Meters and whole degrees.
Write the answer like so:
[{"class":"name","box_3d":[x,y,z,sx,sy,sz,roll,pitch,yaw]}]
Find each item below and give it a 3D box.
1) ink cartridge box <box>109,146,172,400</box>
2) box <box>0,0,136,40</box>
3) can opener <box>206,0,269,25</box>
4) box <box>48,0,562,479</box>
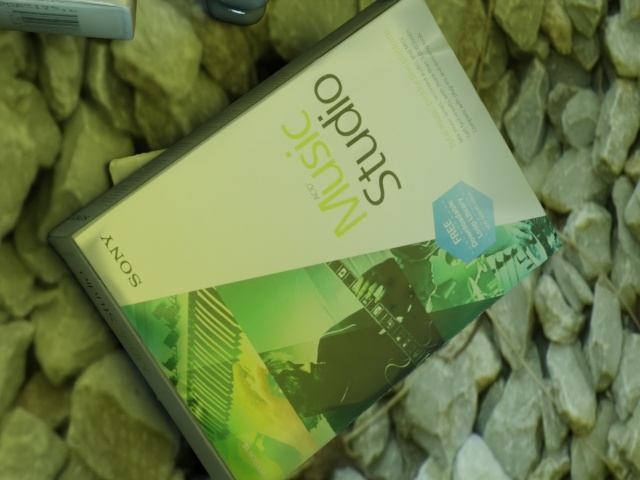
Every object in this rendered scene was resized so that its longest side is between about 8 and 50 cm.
[{"class":"ink cartridge box","box_3d":[-0.042,0.005,1.182,0.225,0.056,0.181,-14,97,-23]},{"class":"box","box_3d":[-0.165,-0.290,0.986,0.121,0.148,0.311,4,90,-6]},{"class":"can opener","box_3d":[-0.052,-0.299,1.181,0.093,0.074,0.280,8,79,-6]},{"class":"box","box_3d":[0.000,0.000,1.142,0.322,0.058,0.232,-38,106,-20]}]
